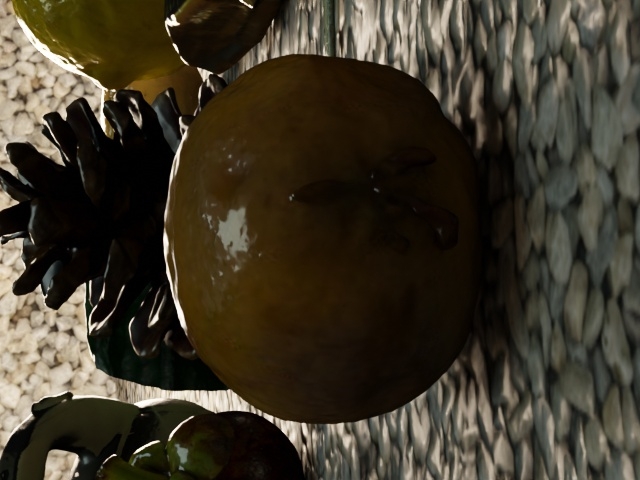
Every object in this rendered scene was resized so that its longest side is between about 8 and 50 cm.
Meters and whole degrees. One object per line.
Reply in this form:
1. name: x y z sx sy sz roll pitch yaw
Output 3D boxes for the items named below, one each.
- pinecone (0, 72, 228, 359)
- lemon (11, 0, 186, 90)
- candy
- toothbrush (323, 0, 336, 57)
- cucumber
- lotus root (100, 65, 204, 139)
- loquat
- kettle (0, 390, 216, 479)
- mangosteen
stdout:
1. pinecone: -0.123 -0.022 1.615 0.244 0.309 0.244 -9 79 55
2. lemon: -0.213 -0.306 2.098 0.260 0.260 0.284 107 170 -57
3. candy: -0.077 -0.246 1.810 0.271 0.101 0.143 139 135 -68
4. toothbrush: 0.004 -0.257 1.577 0.026 0.028 0.294 -177 81 -80
5. cucumber: -0.124 0.051 1.906 0.191 0.191 0.130 -115 28 -65
6. lotus root: -0.184 -0.099 2.269 0.146 0.131 0.303 5 -96 -78
7. loquat: 0.000 0.000 1.184 0.238 0.193 0.238 -174 90 -78
8. kettle: -0.182 0.296 1.892 0.228 0.321 0.324 -31 49 40
9. mangosteen: -0.098 0.225 1.747 0.146 0.181 0.156 7 83 39
